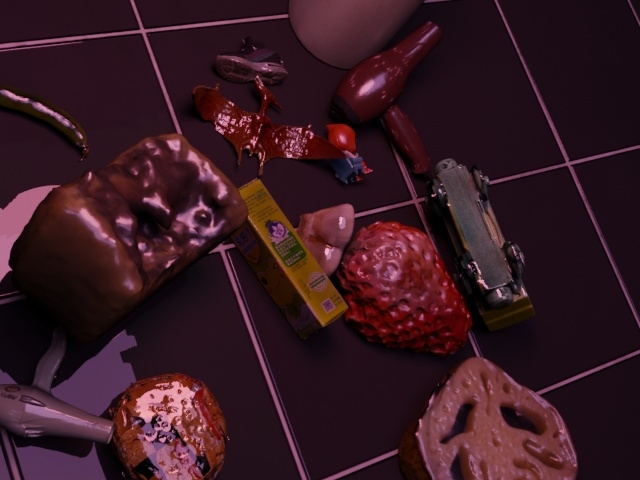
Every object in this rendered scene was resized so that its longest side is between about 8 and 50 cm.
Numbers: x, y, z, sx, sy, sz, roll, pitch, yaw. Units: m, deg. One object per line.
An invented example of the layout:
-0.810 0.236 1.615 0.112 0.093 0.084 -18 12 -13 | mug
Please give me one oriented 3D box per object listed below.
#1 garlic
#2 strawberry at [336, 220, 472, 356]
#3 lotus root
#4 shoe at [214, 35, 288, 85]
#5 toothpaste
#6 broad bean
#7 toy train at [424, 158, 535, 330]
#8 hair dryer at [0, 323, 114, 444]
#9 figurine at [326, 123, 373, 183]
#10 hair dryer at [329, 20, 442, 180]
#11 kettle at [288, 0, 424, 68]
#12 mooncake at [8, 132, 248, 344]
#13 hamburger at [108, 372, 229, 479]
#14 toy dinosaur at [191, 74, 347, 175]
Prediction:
0.012 0.003 1.953 0.099 0.124 0.174 21 82 -32 | garlic
0.197 0.101 1.989 0.336 0.149 0.265 37 57 -11 | strawberry
0.347 0.427 1.963 0.391 0.111 0.374 3 68 -23 | lotus root
-0.153 -0.398 2.059 0.169 0.071 0.099 5 65 -30 | shoe
-0.080 0.041 1.893 0.077 0.110 0.327 -34 88 -31 | toothpaste
-0.535 -0.240 1.814 0.227 0.039 0.069 34 64 -12 | broad bean
0.345 -0.003 2.080 0.150 0.237 0.368 -22 64 9 | toy train
-0.433 0.265 1.627 0.219 0.088 0.225 33 51 9 | hair dryer
0.053 -0.195 2.084 0.075 0.068 0.140 -10 69 -44 | figurine
0.212 -0.287 2.158 0.313 0.123 0.340 -39 107 -14 | hair dryer
0.090 -0.621 2.087 0.250 0.377 0.361 -29 86 -33 | kettle
-0.329 -0.015 1.617 0.393 0.394 0.246 -45 91 -8 | mooncake
-0.263 0.345 1.684 0.231 0.107 0.230 8 63 -17 | hamburger
-0.110 -0.238 1.990 0.327 0.113 0.206 45 62 -9 | toy dinosaur
